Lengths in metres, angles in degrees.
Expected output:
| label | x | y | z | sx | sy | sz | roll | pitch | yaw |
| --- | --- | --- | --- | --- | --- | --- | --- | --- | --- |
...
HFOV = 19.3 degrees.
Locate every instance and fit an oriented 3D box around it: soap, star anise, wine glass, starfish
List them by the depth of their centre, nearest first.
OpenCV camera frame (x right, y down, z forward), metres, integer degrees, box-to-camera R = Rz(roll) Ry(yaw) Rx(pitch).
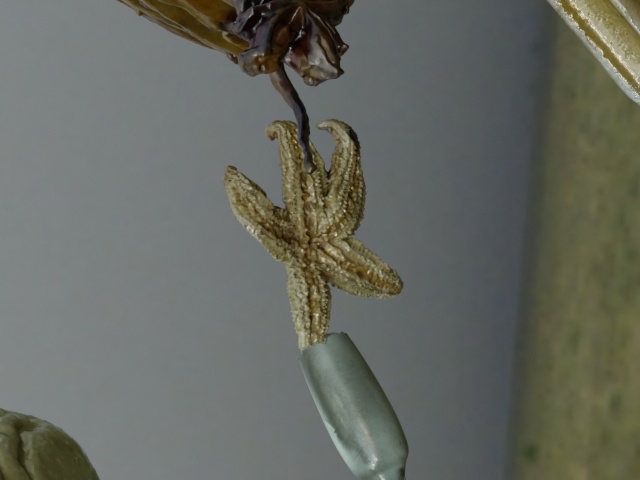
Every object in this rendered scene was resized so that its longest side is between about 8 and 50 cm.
| label | x | y | z | sx | sy | sz | roll | pitch | yaw |
| --- | --- | --- | --- | --- | --- | --- | --- | --- | --- |
| star anise | -0.020 | -0.128 | 1.315 | 0.070 | 0.097 | 0.191 | -50 | 35 | 36 |
| wine glass | 0.056 | 0.196 | 1.643 | 0.262 | 0.074 | 0.074 | 62 | 180 | 12 |
| soap | 0.271 | -0.270 | 1.779 | 0.080 | 0.257 | 0.160 | -36 | 7 | 46 |
| starfish | 0.001 | 0.001 | 1.814 | 0.071 | 0.216 | 0.238 | 14 | 97 | 63 |

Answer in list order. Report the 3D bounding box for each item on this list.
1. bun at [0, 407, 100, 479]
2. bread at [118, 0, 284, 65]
| label | x | y | z | sx | sy | sz | roll | pitch | yaw |
| --- | --- | --- | --- | --- | --- | --- | --- | --- | --- |
| bun | -0.357 | 0.259 | 1.641 | 0.227 | 0.352 | 0.349 | 66 | 159 | 7 |
| bread | -0.044 | -0.321 | 1.836 | 0.277 | 0.167 | 0.324 | 22 | -74 | -49 |
